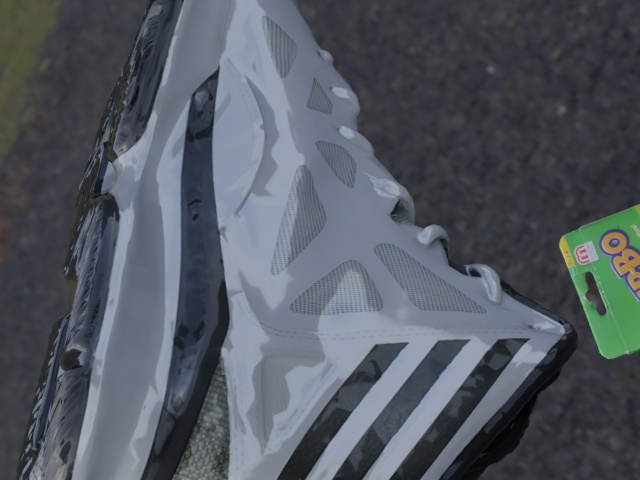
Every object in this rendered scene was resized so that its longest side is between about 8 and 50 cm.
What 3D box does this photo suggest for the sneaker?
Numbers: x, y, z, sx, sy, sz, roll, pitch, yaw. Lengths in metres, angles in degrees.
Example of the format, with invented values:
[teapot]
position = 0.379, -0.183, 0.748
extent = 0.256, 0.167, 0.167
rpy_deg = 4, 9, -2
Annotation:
[sneaker]
position = 0.000, 0.001, 0.959
extent = 0.448, 0.257, 0.169
rpy_deg = -84, 17, -44

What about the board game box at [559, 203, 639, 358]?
[board game box]
position = 0.351, 0.008, 1.561
extent = 0.259, 0.039, 0.124
rpy_deg = -22, 84, 21
